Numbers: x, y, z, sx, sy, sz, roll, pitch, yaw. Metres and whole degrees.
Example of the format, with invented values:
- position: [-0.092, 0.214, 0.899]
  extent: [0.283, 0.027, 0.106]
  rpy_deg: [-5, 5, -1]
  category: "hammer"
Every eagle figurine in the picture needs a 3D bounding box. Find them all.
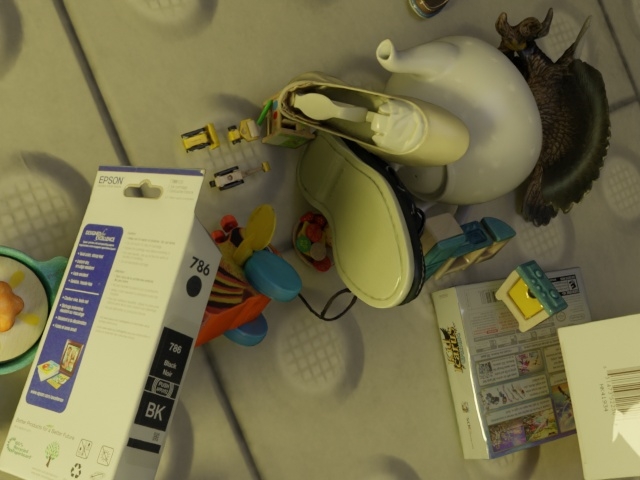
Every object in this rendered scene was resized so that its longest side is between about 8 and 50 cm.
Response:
- position: [0.350, -0.187, 1.401]
  extent: [0.226, 0.225, 0.298]
  rpy_deg: [-18, 78, -45]
  category: "eagle figurine"

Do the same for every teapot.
- position: [0.162, -0.140, 1.244]
  extent: [0.187, 0.252, 0.256]
  rpy_deg: [-32, 86, -22]
  category: "teapot"

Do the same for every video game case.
- position: [0.303, 0.176, 1.351]
  extent: [0.270, 0.061, 0.244]
  rpy_deg: [-6, 81, -34]
  category: "video game case"

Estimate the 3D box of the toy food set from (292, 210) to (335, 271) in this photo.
- position: [0.000, 0.000, 1.220]
  extent: [0.083, 0.020, 0.082]
  rpy_deg: [30, 64, -24]
  category: "toy food set"

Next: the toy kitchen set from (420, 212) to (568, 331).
- position: [0.221, 0.049, 1.213]
  extent: [0.207, 0.122, 0.166]
  rpy_deg: [-17, 65, -38]
  category: "toy kitchen set"

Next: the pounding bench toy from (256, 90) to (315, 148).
- position: [-0.056, -0.165, 1.204]
  extent: [0.083, 0.052, 0.065]
  rpy_deg: [7, 75, -31]
  category: "pounding bench toy"

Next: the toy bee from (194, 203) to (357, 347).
- position: [-0.103, 0.046, 1.077]
  extent: [0.195, 0.298, 0.162]
  rpy_deg: [-45, 67, 4]
  category: "toy bee"

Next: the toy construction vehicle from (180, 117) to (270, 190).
- position: [-0.120, -0.109, 1.158]
  extent: [0.098, 0.035, 0.086]
  rpy_deg: [-23, 92, -19]
  category: "toy construction vehicle"

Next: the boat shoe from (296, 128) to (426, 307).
- position: [0.071, -0.026, 1.120]
  extent: [0.113, 0.340, 0.127]
  rpy_deg: [16, 110, -28]
  category: "boat shoe"

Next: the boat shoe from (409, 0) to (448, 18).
- position: [0.202, -0.419, 1.424]
  extent: [0.066, 0.066, 0.183]
  rpy_deg: [45, 59, -16]
  category: "boat shoe"

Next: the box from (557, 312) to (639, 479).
- position: [0.504, 0.217, 1.337]
  extent: [0.345, 0.168, 0.215]
  rpy_deg: [8, 71, -54]
  category: "box"

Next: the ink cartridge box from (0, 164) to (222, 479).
- position: [-0.201, 0.088, 0.913]
  extent: [0.065, 0.165, 0.332]
  rpy_deg: [30, 71, -50]
  category: "ink cartridge box"

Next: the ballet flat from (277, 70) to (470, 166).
- position: [0.058, -0.148, 1.116]
  extent: [0.086, 0.248, 0.086]
  rpy_deg: [-51, 151, -42]
  category: "ballet flat"

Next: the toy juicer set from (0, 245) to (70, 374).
- position: [-0.333, 0.108, 0.935]
  extent: [0.329, 0.089, 0.209]
  rpy_deg: [0, 78, -34]
  category: "toy juicer set"
